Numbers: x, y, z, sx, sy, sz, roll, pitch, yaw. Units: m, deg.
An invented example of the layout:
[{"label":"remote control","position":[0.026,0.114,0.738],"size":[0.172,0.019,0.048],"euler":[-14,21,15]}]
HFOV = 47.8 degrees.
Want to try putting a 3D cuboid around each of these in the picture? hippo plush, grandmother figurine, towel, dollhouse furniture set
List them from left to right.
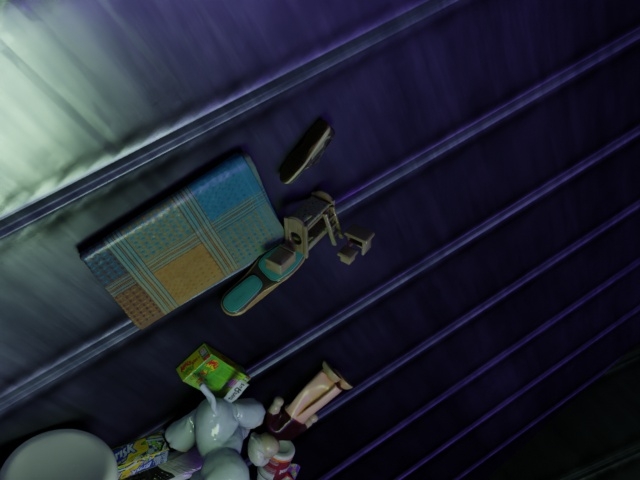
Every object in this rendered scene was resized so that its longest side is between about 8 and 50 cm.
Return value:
[{"label":"towel","position":[-0.261,0.005,1.448],"size":[0.370,0.040,0.271],"euler":[-33,140,-10]},{"label":"hippo plush","position":[-0.216,0.505,1.730],"size":[0.234,0.237,0.294],"euler":[4,142,-36]},{"label":"grandmother figurine","position":[-0.075,0.487,1.999],"size":[0.342,0.104,0.208],"euler":[-46,128,1]},{"label":"dollhouse furniture set","position":[0.000,0.000,1.516],"size":[0.182,0.161,0.101],"euler":[-46,149,-38]}]

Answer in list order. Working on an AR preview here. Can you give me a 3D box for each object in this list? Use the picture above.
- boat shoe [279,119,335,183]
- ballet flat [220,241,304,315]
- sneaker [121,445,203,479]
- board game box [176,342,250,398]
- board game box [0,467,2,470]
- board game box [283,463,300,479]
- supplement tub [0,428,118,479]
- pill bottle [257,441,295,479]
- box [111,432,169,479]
[{"label":"boat shoe","position":[-0.023,-0.172,1.470],"size":[0.152,0.056,0.049],"euler":[-50,135,9]},{"label":"ballet flat","position":[-0.126,0.082,1.619],"size":[0.232,0.080,0.073],"euler":[-38,169,-2]},{"label":"sneaker","position":[-0.392,0.583,1.835],"size":[0.237,0.085,0.086],"euler":[-4,147,-30]},{"label":"board game box","position":[-0.255,0.321,1.736],"size":[0.092,0.043,0.181],"euler":[-43,142,0]},{"label":"board game box","position":[-0.790,0.570,1.525],"size":[0.259,0.039,0.124],"euler":[-11,131,-29]},{"label":"board game box","position":[-0.124,0.773,2.270],"size":[0.133,0.033,0.169],"euler":[-5,128,-37]},{"label":"supplement tub","position":[-0.563,0.602,1.579],"size":[0.241,0.241,0.331],"euler":[-15,133,-30]},{"label":"pill bottle","position":[-0.135,0.651,2.107],"size":[0.086,0.086,0.152],"euler":[-5,129,-37]},{"label":"box","position":[-0.456,0.528,1.743],"size":[0.169,0.059,0.054],"euler":[-13,132,-32]}]
